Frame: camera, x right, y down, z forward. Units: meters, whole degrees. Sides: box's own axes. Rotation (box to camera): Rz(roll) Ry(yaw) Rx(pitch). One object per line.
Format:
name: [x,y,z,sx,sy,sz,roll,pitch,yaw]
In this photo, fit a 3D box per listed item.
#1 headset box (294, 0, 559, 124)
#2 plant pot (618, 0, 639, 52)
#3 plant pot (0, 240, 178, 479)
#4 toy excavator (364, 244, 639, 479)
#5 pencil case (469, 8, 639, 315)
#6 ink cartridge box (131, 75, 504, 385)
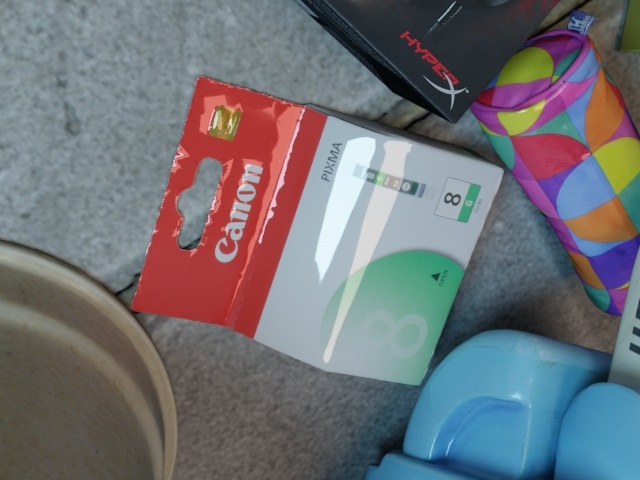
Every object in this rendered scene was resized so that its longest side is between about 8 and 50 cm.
headset box: [0.084,-0.254,0.500,0.218,0.110,0.293,38,95,-27]
plant pot: [0.277,-0.179,0.620,0.081,0.081,0.083,-3,100,-18]
plant pot: [-0.221,0.205,0.469,0.334,0.305,0.333,-7,113,-17]
toy excavator: [0.201,0.115,0.569,0.222,0.433,0.445,14,80,-26]
pencil case: [0.197,-0.049,0.631,0.104,0.104,0.236,-39,119,-1]
ink cartridge box: [0.000,0.000,0.608,0.225,0.056,0.181,12,106,-25]
